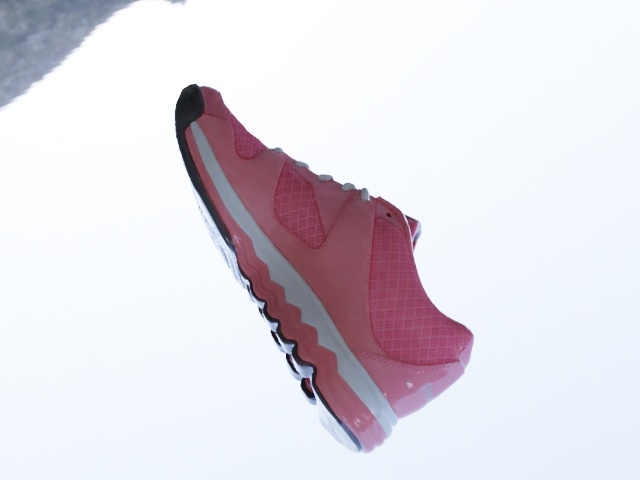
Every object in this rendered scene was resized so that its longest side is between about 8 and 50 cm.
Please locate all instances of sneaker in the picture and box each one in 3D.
[{"bbox_3d":[0.000,0.001,0.898,0.136,0.116,0.314,-29,-110,-9],"label":"sneaker"}]
